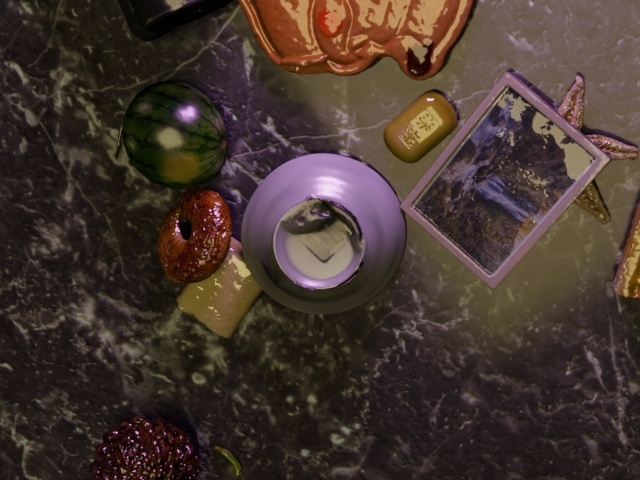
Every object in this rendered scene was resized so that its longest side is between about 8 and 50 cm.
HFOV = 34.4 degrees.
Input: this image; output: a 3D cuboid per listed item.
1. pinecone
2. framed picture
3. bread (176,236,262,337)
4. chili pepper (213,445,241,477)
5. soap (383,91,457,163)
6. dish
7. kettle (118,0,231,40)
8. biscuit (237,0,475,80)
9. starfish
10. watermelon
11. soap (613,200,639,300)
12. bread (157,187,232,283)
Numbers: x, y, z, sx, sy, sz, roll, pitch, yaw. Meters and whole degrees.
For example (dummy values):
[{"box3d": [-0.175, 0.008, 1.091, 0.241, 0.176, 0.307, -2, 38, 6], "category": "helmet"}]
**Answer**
[{"box3d": [-0.346, 0.476, 2.113, 0.221, 0.221, 0.221, 4, 106, 14], "category": "pinecone"}, {"box3d": [0.320, -0.101, 1.835, 0.240, 0.020, 0.324, 44, 115, 10], "category": "framed picture"}, {"box3d": [-0.190, 0.090, 2.035, 0.139, 0.060, 0.178, 35, 111, 4], "category": "bread"}, {"box3d": [-0.190, 0.460, 2.161, 0.030, 0.017, 0.083, -33, 95, 22], "category": "chili pepper"}, {"box3d": [0.178, -0.202, 1.862, 0.140, 0.045, 0.089, -40, 88, 21], "category": "soap"}, {"box3d": [0.000, 0.000, 1.911, 0.316, 0.106, 0.316, 1, 102, 6], "category": "dish"}, {"box3d": [-0.310, -0.526, 1.812, 0.262, 0.203, 0.308, -19, 96, 22], "category": "kettle"}, {"box3d": [0.048, -0.462, 1.819, 0.455, 0.078, 0.350, 4, 102, 14], "category": "biscuit"}, {"box3d": [0.431, -0.126, 1.813, 0.231, 0.048, 0.295, 32, 112, 5], "category": "starfish"}, {"box3d": [-0.294, -0.194, 1.952, 0.232, 0.127, 0.204, 24, 113, 13], "category": "watermelon"}, {"box3d": [0.618, -0.011, 1.776, 0.160, 0.080, 0.257, 17, 108, 9], "category": "soap"}, {"box3d": [-0.246, -0.008, 1.988, 0.193, 0.064, 0.193, -10, 74, 38], "category": "bread"}]
